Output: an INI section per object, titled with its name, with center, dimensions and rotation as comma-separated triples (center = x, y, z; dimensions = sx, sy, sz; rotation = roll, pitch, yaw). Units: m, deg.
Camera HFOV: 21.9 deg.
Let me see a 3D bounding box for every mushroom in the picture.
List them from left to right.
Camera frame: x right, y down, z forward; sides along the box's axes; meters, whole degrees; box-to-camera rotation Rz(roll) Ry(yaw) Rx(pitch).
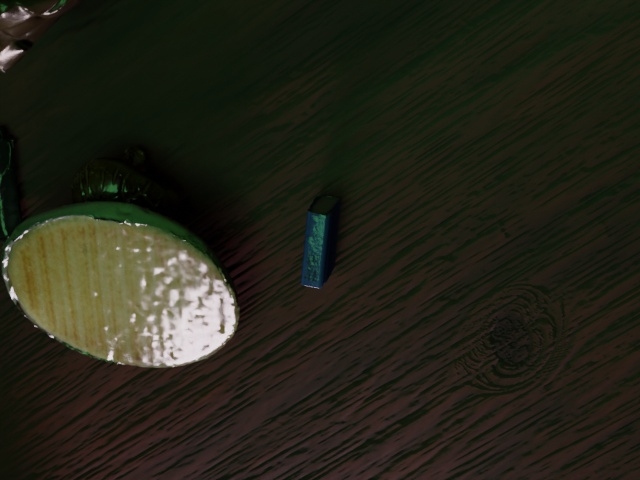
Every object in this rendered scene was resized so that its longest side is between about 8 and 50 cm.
[mushroom]
center = -0.210, -0.040, 1.787
dimensions = 0.126, 0.085, 0.109
rotation = 22, 110, -11

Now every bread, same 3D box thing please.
[bread]
center = -0.215, 0.047, 1.793
dimensions = 0.267, 0.040, 0.267
rotation = 7, 139, 6

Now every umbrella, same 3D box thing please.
[umbrella]
center = -0.354, -0.062, 1.846
dimensions = 0.036, 0.031, 0.133
rotation = -9, 108, -11

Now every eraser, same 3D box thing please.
[eraser]
center = 0.000, 0.000, 1.760
dimensions = 0.027, 0.063, 0.084
rotation = 10, 111, 11

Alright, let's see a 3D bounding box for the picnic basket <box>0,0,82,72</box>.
[picnic basket]
center = -0.324, -0.370, 1.555
dimensions = 0.337, 0.293, 0.337
rotation = 28, 155, 15
